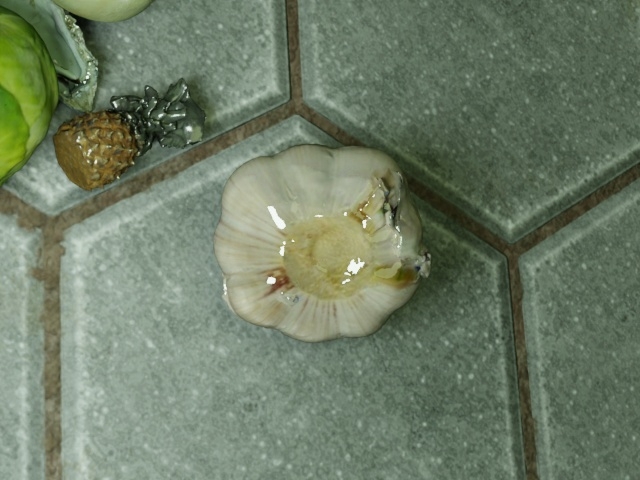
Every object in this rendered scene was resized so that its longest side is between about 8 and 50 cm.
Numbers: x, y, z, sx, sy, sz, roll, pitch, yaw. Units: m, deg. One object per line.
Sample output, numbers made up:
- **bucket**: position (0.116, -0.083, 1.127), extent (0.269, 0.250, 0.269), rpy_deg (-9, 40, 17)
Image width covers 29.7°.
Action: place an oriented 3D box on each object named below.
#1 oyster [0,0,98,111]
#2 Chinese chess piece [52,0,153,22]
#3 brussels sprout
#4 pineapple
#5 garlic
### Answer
- **oyster**: position (-0.421, -0.309, 1.705), extent (0.252, 0.087, 0.199), rpy_deg (14, 78, -19)
- **Chinese chess piece**: position (-0.328, -0.423, 1.733), extent (0.237, 0.092, 0.238), rpy_deg (23, 42, -23)
- **brussels sprout**: position (-0.460, -0.173, 1.576), extent (0.219, 0.210, 0.271), rpy_deg (21, 108, 4)
- **pineapple**: position (-0.268, -0.157, 1.744), extent (0.237, 0.111, 0.119), rpy_deg (-34, 125, -36)
- **garlic**: position (-0.001, 0.005, 1.764), extent (0.321, 0.241, 0.322), rpy_deg (-2, 82, 13)
